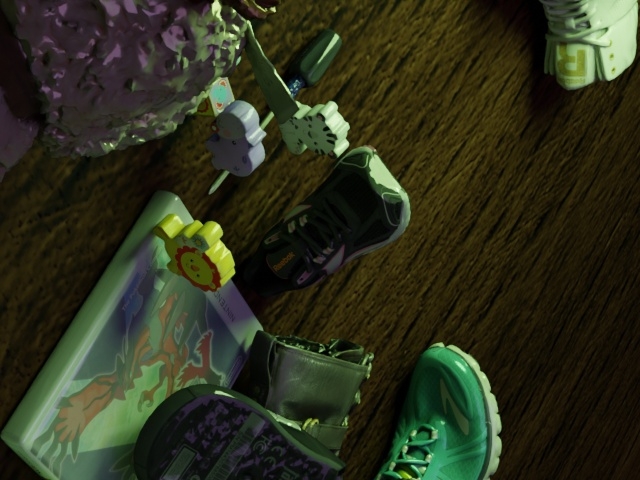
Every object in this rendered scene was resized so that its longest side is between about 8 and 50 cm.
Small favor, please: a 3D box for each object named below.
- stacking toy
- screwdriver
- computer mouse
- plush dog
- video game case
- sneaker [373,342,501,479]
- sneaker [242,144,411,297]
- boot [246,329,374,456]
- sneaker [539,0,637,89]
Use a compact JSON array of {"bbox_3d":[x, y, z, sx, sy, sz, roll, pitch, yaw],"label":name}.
[{"bbox_3d":[-0.066,-0.101,0.944,0.167,0.052,0.221,-48,133,-38],"label":"stacking toy"},{"bbox_3d":[-0.032,-0.095,1.058,0.170,0.025,0.024,-58,147,-28],"label":"screwdriver"},{"bbox_3d":[-0.057,0.210,1.043,0.262,0.060,0.184,31,91,-35],"label":"computer mouse"},{"bbox_3d":[-0.156,-0.100,0.704,0.225,0.210,0.262,-31,130,-14],"label":"plush dog"},{"bbox_3d":[-0.122,0.096,0.997,0.201,0.023,0.183,-60,148,-23],"label":"video game case"},{"bbox_3d":[0.094,0.235,1.363,0.110,0.107,0.275,5,100,-51],"label":"sneaker"},{"bbox_3d":[0.000,0.000,1.046,0.077,0.072,0.178,-35,171,-35],"label":"sneaker"},{"bbox_3d":[-0.006,0.194,1.169,0.263,0.091,0.229,28,81,-58],"label":"boot"},{"bbox_3d":[0.257,-0.227,1.405,0.292,0.108,0.169,-19,117,-57],"label":"sneaker"}]
